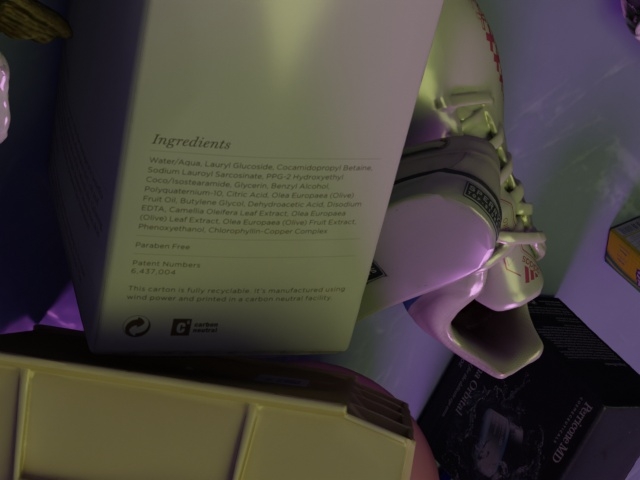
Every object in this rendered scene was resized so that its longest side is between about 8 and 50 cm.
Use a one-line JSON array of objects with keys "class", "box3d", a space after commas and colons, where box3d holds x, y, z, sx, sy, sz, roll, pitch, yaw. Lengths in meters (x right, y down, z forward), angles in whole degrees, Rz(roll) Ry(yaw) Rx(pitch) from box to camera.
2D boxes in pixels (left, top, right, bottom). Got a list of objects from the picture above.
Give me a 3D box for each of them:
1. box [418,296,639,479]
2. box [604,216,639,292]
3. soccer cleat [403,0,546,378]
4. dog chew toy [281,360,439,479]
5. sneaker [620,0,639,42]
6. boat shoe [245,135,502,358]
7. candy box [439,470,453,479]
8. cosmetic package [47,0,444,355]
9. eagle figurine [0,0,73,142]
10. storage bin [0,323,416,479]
[{"class": "box", "box3d": [0.184, 0.152, 1.166, 0.093, 0.158, 0.156, 6, 119, -40]}, {"class": "box", "box3d": [0.341, 0.038, 1.177, 0.105, 0.179, 0.043, -20, 133, -23]}, {"class": "soccer cleat", "box3d": [0.105, -0.038, 0.960, 0.116, 0.143, 0.331, -30, 136, -14]}, {"class": "dog chew toy", "box3d": [0.000, 0.235, 1.078, 0.206, 0.206, 0.332, -33, 146, -10]}, {"class": "sneaker", "box3d": [0.276, -0.169, 1.042, 0.095, 0.090, 0.235, -28, 134, 3]}, {"class": "boat shoe", "box3d": [0.000, 0.000, 0.908, 0.267, 0.088, 0.096, -25, 119, 33]}, {"class": "candy box", "box3d": [0.137, 0.385, 1.351, 0.268, 0.122, 0.317, -42, 140, -1]}, {"class": "cosmetic package", "box3d": [-0.041, -0.139, 0.710, 0.155, 0.197, 0.365, 2, 125, -20]}, {"class": "eagle figurine", "box3d": [-0.264, -0.044, 0.646, 0.298, 0.226, 0.225, -44, 159, -6]}, {"class": "storage bin", "box3d": [-0.084, 0.129, 0.787, 0.262, 0.260, 0.123, 42, 57, -86]}]
